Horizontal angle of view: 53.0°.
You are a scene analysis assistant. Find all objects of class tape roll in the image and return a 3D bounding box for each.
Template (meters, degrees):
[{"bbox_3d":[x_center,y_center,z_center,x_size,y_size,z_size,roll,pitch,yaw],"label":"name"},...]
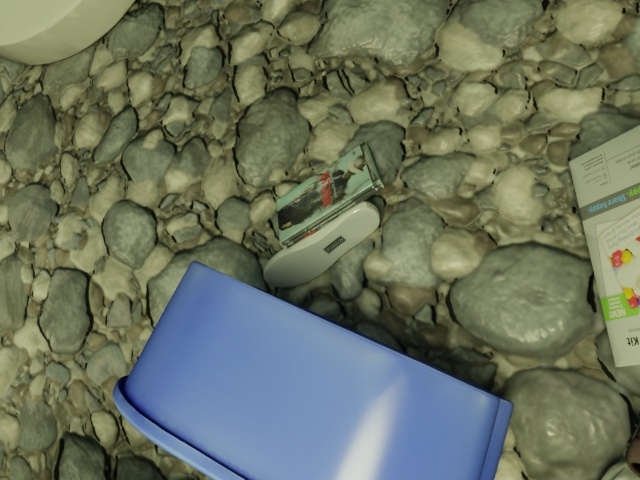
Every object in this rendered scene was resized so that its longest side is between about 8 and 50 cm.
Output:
[{"bbox_3d":[-0.389,-0.443,0.906,0.392,0.072,0.391,-5,78,23],"label":"tape roll"}]

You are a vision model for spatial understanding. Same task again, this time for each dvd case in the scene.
[{"bbox_3d":[0.006,-0.048,0.663,0.119,0.013,0.087,-31,32,15],"label":"dvd case"}]

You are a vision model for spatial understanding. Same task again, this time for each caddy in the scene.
[{"bbox_3d":[-0.007,0.156,0.534,0.341,0.241,0.179,21,83,26],"label":"caddy"}]

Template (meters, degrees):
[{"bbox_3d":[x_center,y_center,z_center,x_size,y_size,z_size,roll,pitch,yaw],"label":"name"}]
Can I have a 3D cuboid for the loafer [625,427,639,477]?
[{"bbox_3d":[0.326,0.241,0.425,0.095,0.109,0.302,-27,69,-19],"label":"loafer"}]

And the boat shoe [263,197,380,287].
[{"bbox_3d":[0.000,0.000,0.670,0.142,0.049,0.040,-33,36,17],"label":"boat shoe"}]

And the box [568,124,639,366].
[{"bbox_3d":[0.277,-0.001,0.501,0.145,0.038,0.186,146,119,-63],"label":"box"}]

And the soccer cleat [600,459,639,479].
[{"bbox_3d":[0.221,0.268,0.500,0.068,0.076,0.196,16,87,25],"label":"soccer cleat"}]

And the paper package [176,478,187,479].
[{"bbox_3d":[-0.113,0.351,0.496,0.310,0.325,0.168,20,89,25],"label":"paper package"}]
